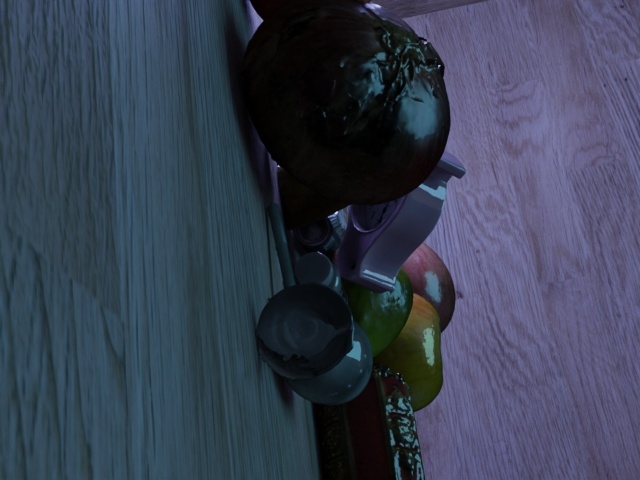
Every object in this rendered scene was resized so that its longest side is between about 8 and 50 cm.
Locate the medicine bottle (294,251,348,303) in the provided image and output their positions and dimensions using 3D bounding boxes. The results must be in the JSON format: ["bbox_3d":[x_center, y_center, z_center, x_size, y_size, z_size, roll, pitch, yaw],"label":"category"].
[{"bbox_3d":[-0.001,0.079,1.445,0.140,0.079,0.079,72,9,-59],"label":"medicine bottle"}]

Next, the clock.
[{"bbox_3d":[0.101,-0.067,1.517,0.275,0.080,0.290,-62,-153,9],"label":"clock"}]

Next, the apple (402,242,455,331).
[{"bbox_3d":[0.193,0.132,2.223,0.345,0.344,0.270,65,15,-71],"label":"apple"}]

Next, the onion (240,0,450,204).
[{"bbox_3d":[0.040,-0.227,1.291,0.353,0.353,0.354,-11,90,-85],"label":"onion"}]

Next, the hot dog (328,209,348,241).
[{"bbox_3d":[0.048,-0.015,2.267,0.270,0.081,0.163,53,18,-63],"label":"hot dog"}]

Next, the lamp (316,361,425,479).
[{"bbox_3d":[0.083,0.336,1.379,0.177,0.177,0.274,72,11,-56],"label":"lamp"}]

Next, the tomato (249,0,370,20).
[{"bbox_3d":[-0.032,-0.512,1.507,0.226,0.298,0.299,-7,84,-45],"label":"tomato"}]

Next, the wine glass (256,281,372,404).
[{"bbox_3d":[0.001,0.140,1.081,0.241,0.126,0.126,67,13,-67],"label":"wine glass"}]

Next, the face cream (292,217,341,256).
[{"bbox_3d":[0.000,0.000,1.672,0.283,0.073,0.073,55,24,-78],"label":"face cream"}]

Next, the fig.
[{"bbox_3d":[0.063,0.154,1.585,0.206,0.206,0.275,74,21,-50],"label":"fig"}]

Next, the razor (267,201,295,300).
[{"bbox_3d":[-0.054,0.030,1.202,0.084,0.035,0.211,76,6,-52],"label":"razor"}]

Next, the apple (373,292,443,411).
[{"bbox_3d":[0.141,0.240,1.804,0.286,0.233,0.286,-3,90,-83],"label":"apple"}]

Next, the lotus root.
[{"bbox_3d":[-0.018,-0.100,1.513,0.159,0.135,0.095,-118,-170,-56],"label":"lotus root"}]
